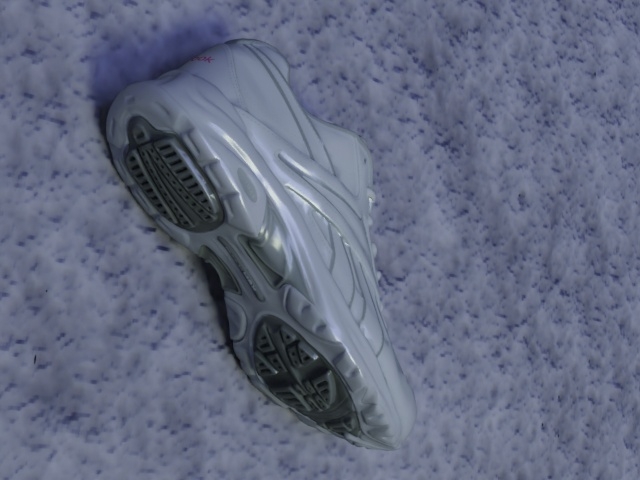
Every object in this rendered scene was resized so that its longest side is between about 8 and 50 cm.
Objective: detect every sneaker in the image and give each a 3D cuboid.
[{"bbox_3d":[0.000,0.000,0.559,0.115,0.090,0.232,-45,117,-35],"label":"sneaker"}]
